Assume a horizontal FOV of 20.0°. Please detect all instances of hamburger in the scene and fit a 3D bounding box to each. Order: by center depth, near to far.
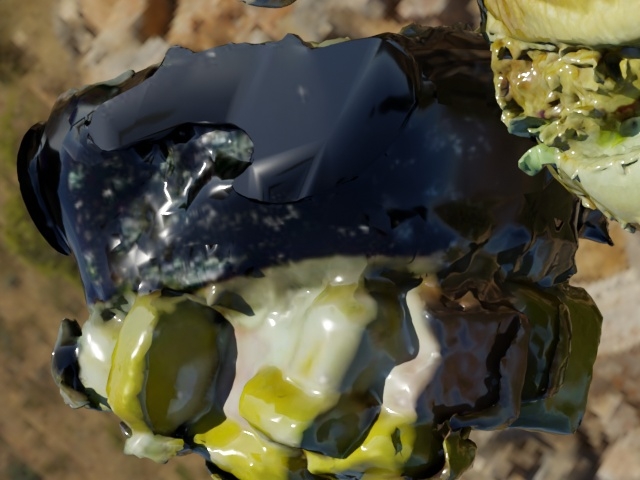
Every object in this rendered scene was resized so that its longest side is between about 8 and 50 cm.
[{"bbox_3d":[0.171,-0.090,0.694,0.189,0.215,0.122,-16,105,41],"label":"hamburger"}]

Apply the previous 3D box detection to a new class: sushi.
[{"bbox_3d":[0.020,0.024,1.130,0.327,0.328,0.285,-9,87,19],"label":"sushi"}]

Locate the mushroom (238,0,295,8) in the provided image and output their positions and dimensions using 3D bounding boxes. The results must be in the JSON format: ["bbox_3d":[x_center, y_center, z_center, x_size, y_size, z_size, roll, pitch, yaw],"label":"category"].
[{"bbox_3d":[0.016,-0.217,0.652,0.099,0.278,0.096,10,-166,-36],"label":"mushroom"}]
